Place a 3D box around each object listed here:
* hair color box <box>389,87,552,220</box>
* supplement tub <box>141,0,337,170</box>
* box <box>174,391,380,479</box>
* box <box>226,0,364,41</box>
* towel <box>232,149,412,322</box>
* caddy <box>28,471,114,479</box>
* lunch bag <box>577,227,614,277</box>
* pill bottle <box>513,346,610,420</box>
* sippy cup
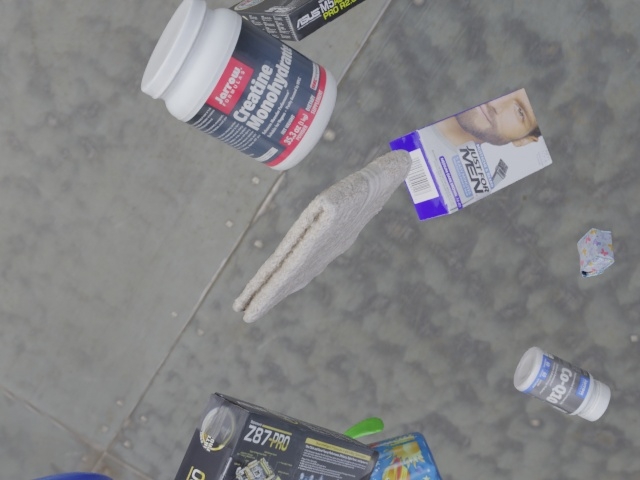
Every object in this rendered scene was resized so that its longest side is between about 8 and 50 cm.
[{"bbox_3d":[0.329,-0.189,1.623,0.110,0.338,0.185,-15,99,57],"label":"hair color box"},{"bbox_3d":[-0.128,-0.250,1.218,0.272,0.191,0.191,26,126,-25],"label":"supplement tub"},{"bbox_3d":[-0.086,0.443,1.210,0.097,0.318,0.395,18,170,40],"label":"box"},{"bbox_3d":[-0.047,-0.492,1.556,0.270,0.216,0.060,26,145,53],"label":"box"},{"bbox_3d":[0.000,0.000,1.016,0.049,0.187,0.282,47,135,8],"label":"towel"},{"bbox_3d":[-0.231,0.246,0.359,0.179,0.341,0.241,50,145,20],"label":"caddy"},{"bbox_3d":[0.545,0.026,1.502,0.053,0.071,0.083,11,148,-9],"label":"lunch bag"},{"bbox_3d":[0.394,0.236,1.229,0.137,0.078,0.078,26,123,-2],"label":"pill bottle"},{"bbox_3d":[0.169,0.567,1.777,0.224,0.240,0.305,-24,146,2],"label":"sippy cup"}]
